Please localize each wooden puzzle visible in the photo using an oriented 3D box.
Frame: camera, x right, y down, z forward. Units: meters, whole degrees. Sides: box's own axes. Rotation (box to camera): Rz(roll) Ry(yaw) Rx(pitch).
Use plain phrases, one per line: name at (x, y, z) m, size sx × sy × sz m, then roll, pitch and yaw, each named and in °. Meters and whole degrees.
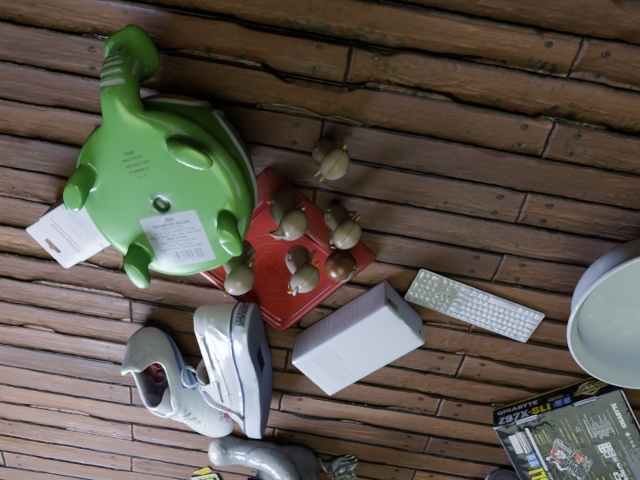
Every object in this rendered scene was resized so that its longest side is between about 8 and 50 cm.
wooden puzzle at (-0.278, 0.602, 1.467) m, size 0.079 × 0.014 × 0.116 m, roll -17°, pitch 121°, yaw 16°

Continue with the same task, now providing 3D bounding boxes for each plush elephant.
plush elephant at (-0.081, 0.600, 1.303) m, size 0.330 × 0.255 × 0.271 m, roll -6°, pitch 123°, yaw 8°

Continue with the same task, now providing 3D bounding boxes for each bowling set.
bowling set at (0.000, 0.000, 0.916) m, size 0.200 × 0.154 × 0.287 m, roll 36°, pitch 100°, yaw -19°

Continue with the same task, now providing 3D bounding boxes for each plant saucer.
plant saucer at (-0.079, 0.040, 1.058) m, size 0.259 × 0.047 × 0.258 m, roll 39°, pitch 119°, yaw -20°

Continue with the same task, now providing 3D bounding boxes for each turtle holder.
turtle holder at (-0.231, -0.112, 0.862) m, size 0.243 × 0.227 × 0.320 m, roll -37°, pitch 112°, yaw 26°

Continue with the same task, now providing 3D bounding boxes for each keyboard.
keyboard at (0.285, 0.122, 1.100) m, size 0.256 × 0.014 × 0.072 m, roll 20°, pitch 123°, yaw -9°

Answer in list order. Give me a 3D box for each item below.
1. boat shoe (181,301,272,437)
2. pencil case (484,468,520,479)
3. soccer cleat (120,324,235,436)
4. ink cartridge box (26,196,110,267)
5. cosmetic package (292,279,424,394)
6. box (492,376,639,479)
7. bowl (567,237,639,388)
boat shoe at (-0.185, 0.255, 1.145) m, size 0.157 × 0.135 × 0.367 m, roll 4°, pitch 135°, yaw 8°
pencil case at (0.392, 0.652, 1.384) m, size 0.124 × 0.113 × 0.273 m, roll -1°, pitch 128°, yaw -29°
soccer cleat at (-0.292, 0.322, 1.204) m, size 0.116 × 0.143 × 0.331 m, roll -21°, pitch 120°, yaw 18°
ink cartridge box at (-0.400, -0.037, 1.025) m, size 0.180 × 0.060 × 0.104 m, roll -26°, pitch 118°, yaw 20°
cosmetic package at (0.068, 0.187, 1.121) m, size 0.231 × 0.085 × 0.117 m, roll -34°, pitch 115°, yaw 22°
box at (0.538, 0.453, 1.203) m, size 0.257 × 0.079 × 0.322 m, roll -26°, pitch 98°, yaw 22°
bowl at (0.549, 0.097, 0.989) m, size 0.298 × 0.134 × 0.297 m, roll 2°, pitch 124°, yaw 3°
